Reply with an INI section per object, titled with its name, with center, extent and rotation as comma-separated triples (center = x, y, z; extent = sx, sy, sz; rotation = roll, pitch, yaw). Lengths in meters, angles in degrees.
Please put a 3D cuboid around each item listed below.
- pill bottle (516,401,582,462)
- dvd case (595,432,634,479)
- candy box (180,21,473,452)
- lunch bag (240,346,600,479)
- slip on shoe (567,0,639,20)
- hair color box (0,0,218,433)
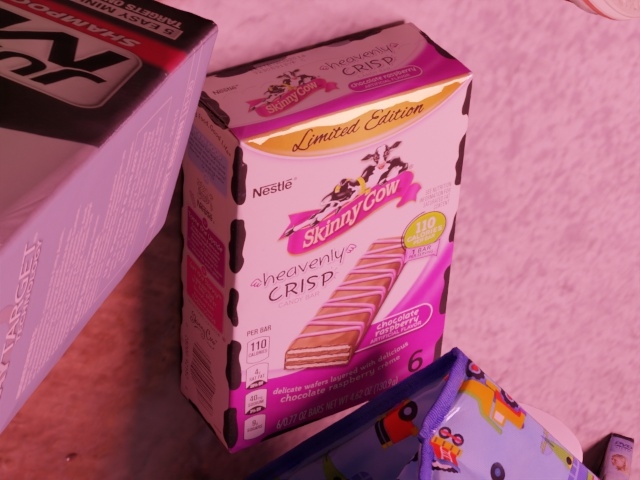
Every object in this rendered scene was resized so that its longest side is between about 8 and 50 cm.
[pill bottle]
center = 0.109, 0.246, 1.364
extent = 0.146, 0.146, 0.264
rotation = -9, 127, -33
[dvd case]
center = 0.193, 0.285, 1.430
extent = 0.253, 0.022, 0.180
rotation = -65, 170, -59
[candy box]
center = 0.000, 0.000, 1.138
extent = 0.159, 0.071, 0.233
rotation = -19, 131, -26
[lunch bag]
center = 0.043, 0.229, 1.224
extent = 0.221, 0.138, 0.293
rotation = 43, 132, -20
[slip on shoe]
center = 0.118, -0.192, 1.067
extent = 0.331, 0.101, 0.123
rotation = -6, 111, -52
[hair color box]
center = -0.186, -0.012, 0.708
extent = 0.374, 0.185, 0.113
rotation = -60, 170, -62
